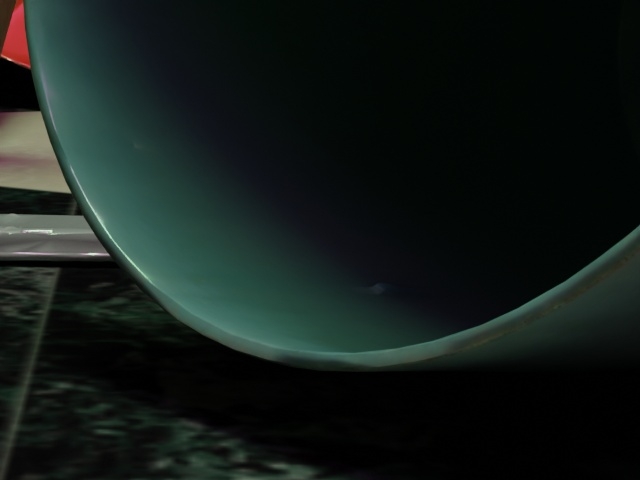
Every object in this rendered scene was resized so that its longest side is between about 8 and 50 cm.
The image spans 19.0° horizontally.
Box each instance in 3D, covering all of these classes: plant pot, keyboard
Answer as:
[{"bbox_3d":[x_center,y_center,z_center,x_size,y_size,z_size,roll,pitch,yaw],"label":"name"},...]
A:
[{"bbox_3d":[0.096,-0.096,0.556,0.293,0.293,0.235,12,0,45],"label":"plant pot"},{"bbox_3d":[0.000,0.000,0.733,0.256,0.014,0.072,1,5,-6],"label":"keyboard"}]

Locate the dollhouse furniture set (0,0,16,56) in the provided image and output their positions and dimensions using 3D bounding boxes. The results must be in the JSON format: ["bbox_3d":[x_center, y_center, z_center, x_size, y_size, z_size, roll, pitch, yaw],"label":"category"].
[{"bbox_3d":[-0.185,-0.224,0.973,0.286,0.303,0.198,1,33,-2],"label":"dollhouse furniture set"}]

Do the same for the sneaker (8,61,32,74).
[{"bbox_3d":[-0.180,-0.171,1.423,0.130,0.087,0.227,-7,7,-13],"label":"sneaker"}]

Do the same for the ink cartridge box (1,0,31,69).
[{"bbox_3d":[-0.191,-0.258,1.258,0.385,0.091,0.308,25,46,16],"label":"ink cartridge box"}]
